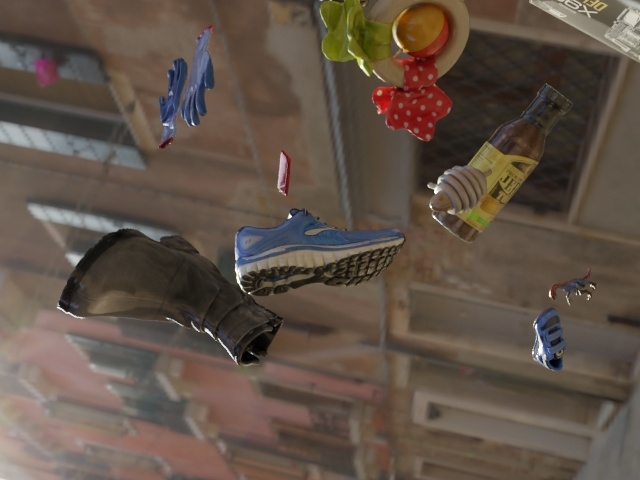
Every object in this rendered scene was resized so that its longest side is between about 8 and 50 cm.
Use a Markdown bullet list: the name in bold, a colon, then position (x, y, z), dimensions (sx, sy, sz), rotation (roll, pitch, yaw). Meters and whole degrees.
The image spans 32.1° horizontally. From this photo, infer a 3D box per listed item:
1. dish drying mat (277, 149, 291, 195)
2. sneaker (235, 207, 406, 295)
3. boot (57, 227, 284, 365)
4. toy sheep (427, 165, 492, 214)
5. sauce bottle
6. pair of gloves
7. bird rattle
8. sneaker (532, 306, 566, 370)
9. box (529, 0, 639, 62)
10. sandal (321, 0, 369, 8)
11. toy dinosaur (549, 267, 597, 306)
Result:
- **dish drying mat**: position (-0.066, -0.122, 2.020), dimensions (0.032, 0.008, 0.083), rotation (50, 147, 38)
- **sneaker**: position (0.000, 0.000, 2.012), dimensions (0.130, 0.330, 0.147), rotation (118, 141, -53)
- **boot**: position (-0.182, 0.087, 1.505), dimensions (0.118, 0.222, 0.338), rotation (-60, -17, 18)
- **toy sheep**: position (0.247, -0.092, 1.952), dimensions (0.132, 0.091, 0.091), rotation (-37, -23, -14)
- **sauce bottle**: position (0.364, -0.155, 2.202), dimensions (0.344, 0.111, 0.111), rotation (-53, -4, 12)
- **pair of gloves**: position (-0.205, -0.228, 1.696), dimensions (0.198, 0.023, 0.159), rotation (-32, 47, 54)
- **bird rattle**: position (0.130, -0.274, 1.603), dimensions (0.207, 0.253, 0.143), rotation (-44, 31, 12)
- **sneaker**: position (0.434, 0.186, 2.081), dimensions (0.059, 0.053, 0.144), rotation (49, 158, 45)
- **box**: position (0.576, -0.440, 2.066), dimensions (0.076, 0.307, 0.242), rotation (-66, 9, -11)
- **sandal**: position (-0.020, -0.435, 1.803), dimensions (0.090, 0.219, 0.060), rotation (160, 125, -78)
- **toy dinosaur**: position (0.434, 0.083, 1.928), dimensions (0.090, 0.082, 0.047), rotation (-91, 18, -54)
